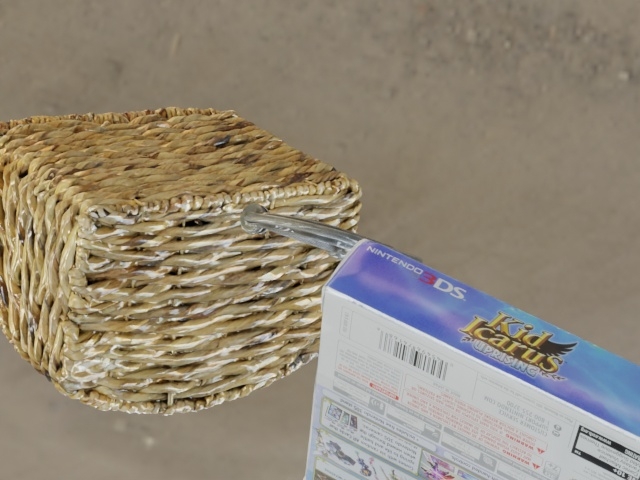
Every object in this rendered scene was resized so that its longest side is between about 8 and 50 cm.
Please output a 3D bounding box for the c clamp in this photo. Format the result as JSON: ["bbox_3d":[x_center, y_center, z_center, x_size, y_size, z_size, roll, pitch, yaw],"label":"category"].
[{"bbox_3d":[0.000,0.000,1.255,0.137,0.022,0.160,15,177,33],"label":"c clamp"}]

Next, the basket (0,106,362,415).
[{"bbox_3d":[-0.148,0.016,1.540,0.299,0.214,0.223,-8,-153,-37],"label":"basket"}]

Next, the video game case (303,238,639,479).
[{"bbox_3d":[0.122,0.147,1.167,0.269,0.061,0.244,26,140,17],"label":"video game case"}]
